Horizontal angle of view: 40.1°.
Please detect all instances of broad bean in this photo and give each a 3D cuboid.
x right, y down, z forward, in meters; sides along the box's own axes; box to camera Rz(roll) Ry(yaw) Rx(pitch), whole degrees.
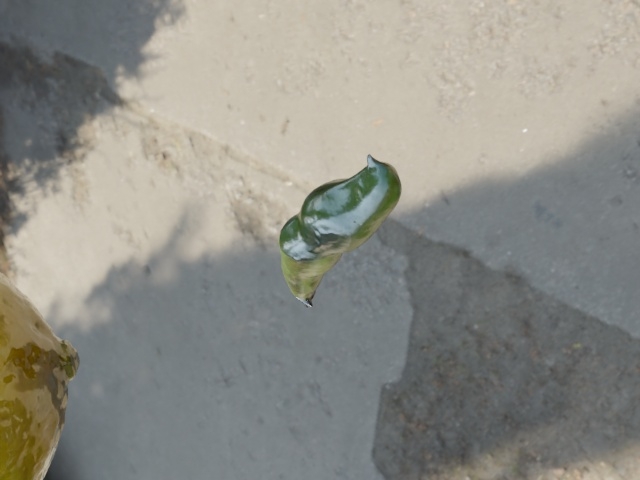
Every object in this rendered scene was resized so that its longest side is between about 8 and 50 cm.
[{"bbox_3d":[-0.001,-0.001,0.695,0.060,0.043,0.297,25,158,-5],"label":"broad bean"}]

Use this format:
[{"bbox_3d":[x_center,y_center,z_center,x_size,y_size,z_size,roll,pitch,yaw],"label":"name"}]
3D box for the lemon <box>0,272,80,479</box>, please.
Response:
[{"bbox_3d":[-0.341,0.132,0.658,0.245,0.320,0.245,164,90,-82],"label":"lemon"}]
